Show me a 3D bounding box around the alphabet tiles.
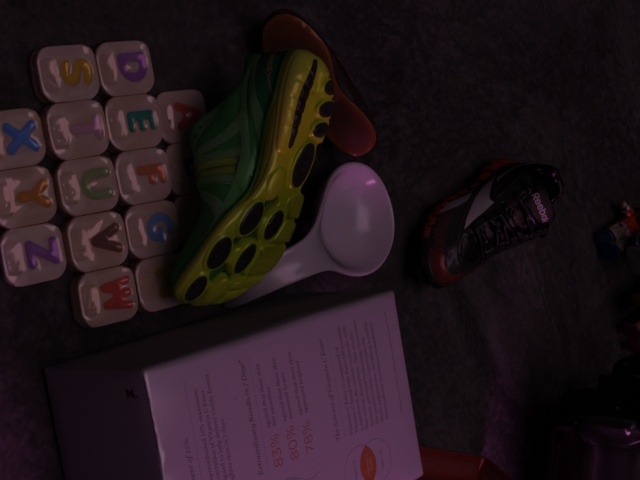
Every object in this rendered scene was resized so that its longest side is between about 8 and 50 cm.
[{"bbox_3d":[-0.212,-0.060,1.158,0.278,0.021,0.284,-13,95,-45],"label":"alphabet tiles"}]

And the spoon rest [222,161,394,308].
[{"bbox_3d":[0.000,0.000,1.318,0.276,0.084,0.137,-30,108,-41],"label":"spoon rest"}]

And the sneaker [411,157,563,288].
[{"bbox_3d":[0.233,-0.029,1.515,0.276,0.135,0.098,-39,115,-38],"label":"sneaker"}]

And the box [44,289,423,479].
[{"bbox_3d":[-0.078,0.190,1.166,0.345,0.168,0.215,-14,97,-45],"label":"box"}]

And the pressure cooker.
[{"bbox_3d":[0.486,0.362,1.574,0.375,0.370,0.421,10,74,2],"label":"pressure cooker"}]

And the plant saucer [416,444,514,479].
[{"bbox_3d":[0.200,0.343,1.398,0.258,0.259,0.048,18,104,-43],"label":"plant saucer"}]

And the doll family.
[{"bbox_3d":[0.557,0.054,1.836,0.163,0.118,0.263,-27,106,-43],"label":"doll family"}]

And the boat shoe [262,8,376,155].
[{"bbox_3d":[-0.005,-0.191,1.346,0.207,0.073,0.073,55,15,-30],"label":"boat shoe"}]

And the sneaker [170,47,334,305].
[{"bbox_3d":[-0.084,-0.067,1.207,0.109,0.123,0.296,32,79,-51],"label":"sneaker"}]
